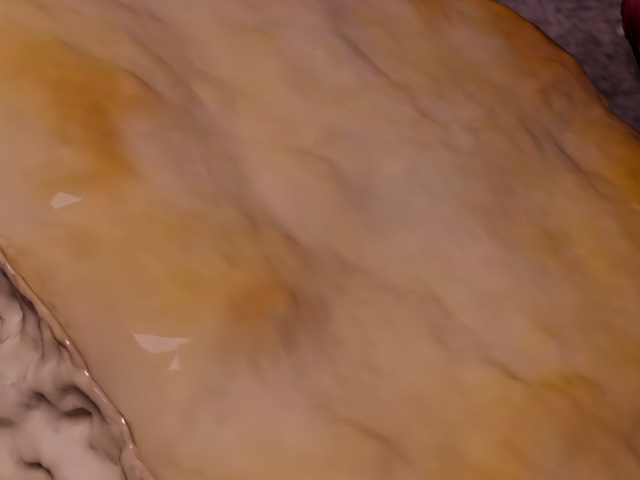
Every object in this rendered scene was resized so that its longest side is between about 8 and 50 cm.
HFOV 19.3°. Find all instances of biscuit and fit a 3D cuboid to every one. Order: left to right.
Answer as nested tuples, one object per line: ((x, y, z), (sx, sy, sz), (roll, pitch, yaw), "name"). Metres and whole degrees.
((0.000, 0.001, 0.773), (0.429, 0.104, 0.446), (47, 36, 19), "biscuit")

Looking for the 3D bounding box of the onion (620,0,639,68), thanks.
((0.222, -0.115, 0.977), (0.131, 0.131, 0.131), (11, 48, -12), "onion")
